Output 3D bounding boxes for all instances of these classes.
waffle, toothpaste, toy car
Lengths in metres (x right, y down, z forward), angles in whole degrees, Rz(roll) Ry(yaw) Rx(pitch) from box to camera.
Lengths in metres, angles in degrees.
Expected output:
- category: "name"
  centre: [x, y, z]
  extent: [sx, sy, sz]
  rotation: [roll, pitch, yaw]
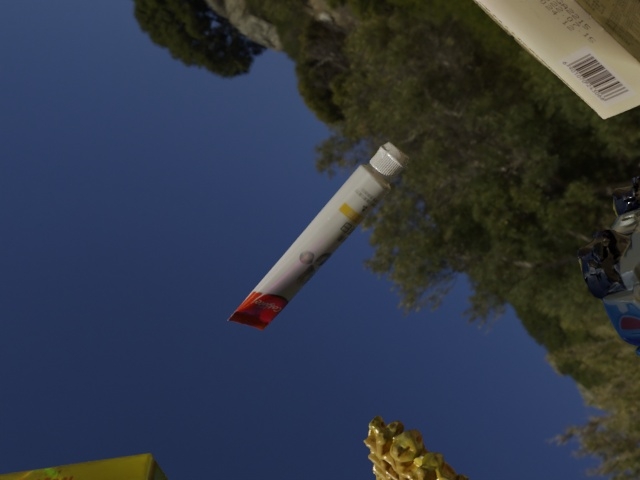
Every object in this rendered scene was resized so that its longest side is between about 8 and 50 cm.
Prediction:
- category: "waffle"
  centre: [0.138, 0.327, 1.065]
  extent: [0.160, 0.211, 0.055]
  rotation: [29, -119, 38]
- category: "toothpaste"
  centre: [0.000, 0.000, 0.618]
  extent: [0.031, 0.190, 0.048]
  rotation: [48, -168, 33]
- category: "toy car"
  centre: [0.404, 0.005, 0.797]
  extent: [0.314, 0.198, 0.166]
  rotation: [-39, -76, -50]

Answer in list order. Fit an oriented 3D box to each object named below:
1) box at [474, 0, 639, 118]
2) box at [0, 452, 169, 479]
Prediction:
- category: "box"
  centre: [0.287, -0.263, 0.811]
  extent: [0.212, 0.095, 0.168]
  rotation: [37, -112, -15]
- category: "box"
  centre: [-0.154, 0.267, 0.618]
  extent: [0.153, 0.279, 0.041]
  rotation: [-11, -139, 9]
